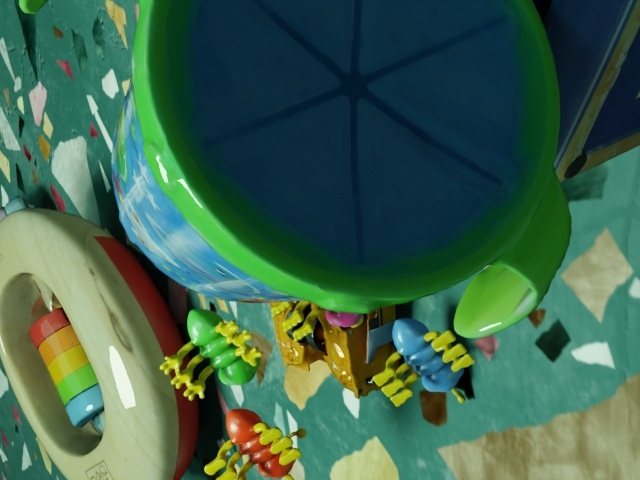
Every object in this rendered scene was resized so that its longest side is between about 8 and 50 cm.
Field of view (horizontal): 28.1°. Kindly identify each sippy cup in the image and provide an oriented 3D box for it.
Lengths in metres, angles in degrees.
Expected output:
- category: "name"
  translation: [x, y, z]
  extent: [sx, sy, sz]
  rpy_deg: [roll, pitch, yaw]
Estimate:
- category: "sippy cup"
  translation: [-0.018, -0.062, 0.742]
  extent: [0.224, 0.240, 0.305]
  rpy_deg: [-27, 83, 64]

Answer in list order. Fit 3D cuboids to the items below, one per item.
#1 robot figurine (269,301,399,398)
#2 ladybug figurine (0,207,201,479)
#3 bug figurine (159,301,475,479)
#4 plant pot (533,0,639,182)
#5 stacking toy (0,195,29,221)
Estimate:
- category: "robot figurine"
  translation: [0.000, 0.000, 1.274]
  extent: [0.211, 0.085, 0.291]
  rpy_deg: [17, 118, 54]
- category: "ladybug figurine"
  translation: [-0.293, 0.156, 1.712]
  extent: [0.305, 0.162, 0.449]
  rpy_deg: [-35, 78, 45]
- category: "bug figurine"
  translation: [-0.007, 0.117, 1.189]
  extent: [0.216, 0.279, 0.072]
  rpy_deg: [53, -162, -24]
- category: "plant pot"
  translation: [0.155, -0.181, 0.814]
  extent: [0.212, 0.236, 0.236]
  rpy_deg: [46, 141, 27]
- category: "stacking toy"
  translation: [-0.410, 0.089, 1.998]
  extent: [0.309, 0.130, 0.279]
  rpy_deg: [57, 171, 30]
